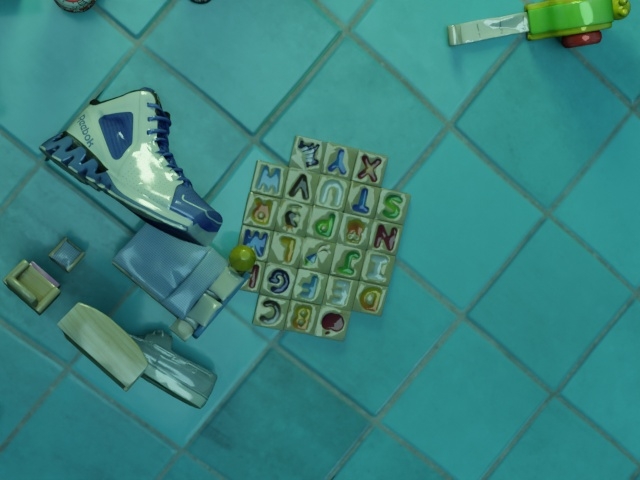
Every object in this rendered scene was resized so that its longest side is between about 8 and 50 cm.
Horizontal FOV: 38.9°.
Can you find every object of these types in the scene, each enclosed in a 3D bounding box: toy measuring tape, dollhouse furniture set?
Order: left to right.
[{"bbox_3d":[-0.285,0.044,1.417,0.286,0.198,0.303,42,72,-2],"label":"dollhouse furniture set"},{"bbox_3d":[0.390,-0.381,1.564,0.330,0.121,0.121,-11,100,-10],"label":"toy measuring tape"}]

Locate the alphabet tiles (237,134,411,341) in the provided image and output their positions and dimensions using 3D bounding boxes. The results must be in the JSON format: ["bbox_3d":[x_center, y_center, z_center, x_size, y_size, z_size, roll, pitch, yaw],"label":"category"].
[{"bbox_3d":[0.000,0.000,1.594,0.285,0.011,0.342,12,96,-13],"label":"alphabet tiles"}]

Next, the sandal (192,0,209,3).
[{"bbox_3d":[-0.195,-0.479,1.475,0.067,0.040,0.179,4,112,-7],"label":"sandal"}]

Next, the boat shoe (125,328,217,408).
[{"bbox_3d":[-0.278,0.197,1.542,0.227,0.079,0.081,36,68,-10],"label":"boat shoe"}]

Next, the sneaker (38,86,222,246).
[{"bbox_3d":[-0.275,-0.139,1.425,0.315,0.127,0.182,30,81,16],"label":"sneaker"}]

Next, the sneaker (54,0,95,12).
[{"bbox_3d":[-0.336,-0.475,1.378,0.090,0.145,0.270,24,97,-15],"label":"sneaker"}]
